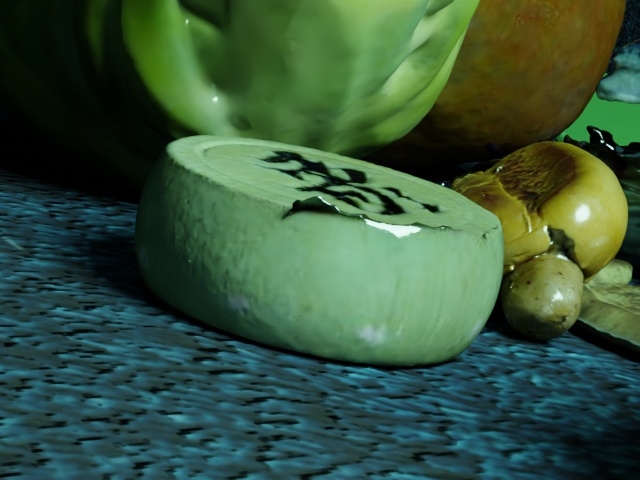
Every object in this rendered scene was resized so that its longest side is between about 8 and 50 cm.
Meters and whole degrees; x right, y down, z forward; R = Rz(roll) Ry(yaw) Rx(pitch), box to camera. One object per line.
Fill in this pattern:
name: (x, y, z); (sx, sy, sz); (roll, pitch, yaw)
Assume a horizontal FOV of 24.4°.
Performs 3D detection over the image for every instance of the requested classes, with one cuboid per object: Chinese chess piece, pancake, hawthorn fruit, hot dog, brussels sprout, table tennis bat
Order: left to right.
brussels sprout: (-0.059, -0.165, 0.721); (0.344, 0.268, 0.344); (33, -22, 15)
Chinese chess piece: (0.000, 0.000, 0.577); (0.144, 0.059, 0.144); (13, 12, -3)
hawthorn fruit: (0.079, -0.173, 1.000); (0.300, 0.268, 0.267); (21, 5, -32)
hot dog: (0.097, -0.003, 0.674); (0.089, 0.060, 0.140); (-21, 12, -2)
table tennis bat: (0.218, -0.115, 1.189); (0.160, 0.039, 0.257); (5, 46, -38)
pancake: (0.193, 0.043, 0.695); (0.190, 0.020, 0.184); (14, 10, 3)

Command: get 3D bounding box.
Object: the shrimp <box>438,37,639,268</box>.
shrimp: (0.201, -0.040, 0.789); (0.289, 0.178, 0.075); (21, 49, 26)
